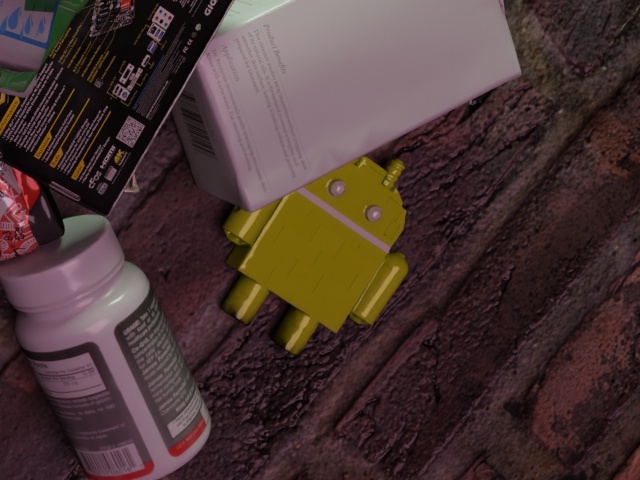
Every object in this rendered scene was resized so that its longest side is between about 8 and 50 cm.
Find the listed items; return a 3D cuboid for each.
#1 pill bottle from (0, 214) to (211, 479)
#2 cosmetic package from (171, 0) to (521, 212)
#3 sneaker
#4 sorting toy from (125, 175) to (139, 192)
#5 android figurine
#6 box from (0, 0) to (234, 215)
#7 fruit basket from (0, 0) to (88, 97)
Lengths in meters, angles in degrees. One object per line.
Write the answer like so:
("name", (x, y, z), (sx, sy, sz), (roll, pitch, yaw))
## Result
("pill bottle", (-0.245, 0.123, 2.032), (0.161, 0.161, 0.283), (-30, 115, -17))
("cosmetic package", (0.018, -0.218, 2.081), (0.385, 0.156, 0.217), (-27, 115, -20))
("sneaker", (-0.393, -0.097, 1.936), (0.145, 0.090, 0.270), (-24, 102, -1))
("sorting toy", (-0.244, -0.098, 2.043), (0.075, 0.045, 0.083), (-2, 105, -19))
("android figurine", (0.000, 0.000, 2.188), (0.248, 0.056, 0.273), (36, 88, -30))
("box", (-0.239, -0.215, 1.832), (0.257, 0.079, 0.322), (31, 88, -46))
("fruit basket", (-0.277, -0.306, 1.494), (0.327, 0.165, 0.353), (14, 102, -62))
